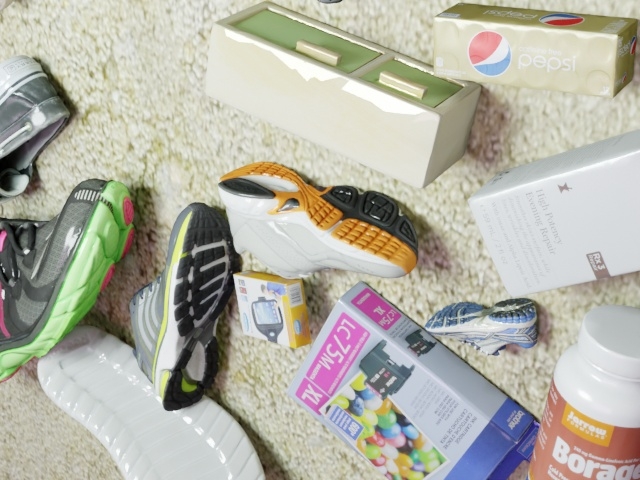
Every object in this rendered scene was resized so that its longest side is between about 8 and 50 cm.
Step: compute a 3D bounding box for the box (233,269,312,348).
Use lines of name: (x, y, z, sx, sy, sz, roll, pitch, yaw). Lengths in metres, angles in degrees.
box: (-0.065, 0.082, 1.328, 0.136, 0.028, 0.081, 5, 108, 52)

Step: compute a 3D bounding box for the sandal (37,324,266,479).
sandal: (-0.222, 0.270, 1.497, 0.416, 0.169, 0.102, 43, 162, 21)

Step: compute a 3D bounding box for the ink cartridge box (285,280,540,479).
ink cartridge box: (0.118, 0.211, 1.279, 0.311, 0.065, 0.186, 37, 130, 11)

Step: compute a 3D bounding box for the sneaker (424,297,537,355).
sneaker: (0.177, 0.103, 1.186, 0.135, 0.052, 0.058, -6, 115, 37)

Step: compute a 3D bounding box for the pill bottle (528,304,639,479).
pill bottle: (0.290, 0.179, 1.099, 0.121, 0.121, 0.216, 21, 125, 24)

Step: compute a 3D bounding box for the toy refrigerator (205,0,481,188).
toy refrigerator: (0.020, -0.160, 1.118, 0.269, 0.102, 0.094, 26, 126, 22)

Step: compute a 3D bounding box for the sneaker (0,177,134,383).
sneaker: (-0.421, 0.050, 1.466, 0.202, 0.185, 0.483, 42, 132, -14)

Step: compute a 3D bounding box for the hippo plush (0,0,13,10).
hippo plush: (-0.487, -0.374, 1.265, 0.234, 0.236, 0.294, 27, 127, 21)

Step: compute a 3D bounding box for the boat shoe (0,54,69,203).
boat shoe: (-0.454, -0.103, 1.464, 0.119, 0.121, 0.335, 52, 129, 6)

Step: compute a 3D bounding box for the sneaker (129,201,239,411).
sneaker: (-0.193, 0.077, 1.395, 0.121, 0.111, 0.300, 34, 124, 31)

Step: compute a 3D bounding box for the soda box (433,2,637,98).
soda box: (0.199, -0.180, 1.012, 0.181, 0.058, 0.061, 13, 121, 30)

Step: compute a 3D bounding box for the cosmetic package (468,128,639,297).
cosmetic package: (0.271, -0.031, 1.026, 0.231, 0.085, 0.117, -17, 104, 41)

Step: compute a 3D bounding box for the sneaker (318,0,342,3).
sneaker: (0.028, -0.279, 1.084, 0.188, 0.067, 0.078, 8, 139, 30)

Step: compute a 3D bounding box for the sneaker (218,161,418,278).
sneaker: (0.000, 0.000, 1.235, 0.262, 0.099, 0.121, 23, 133, 32)
